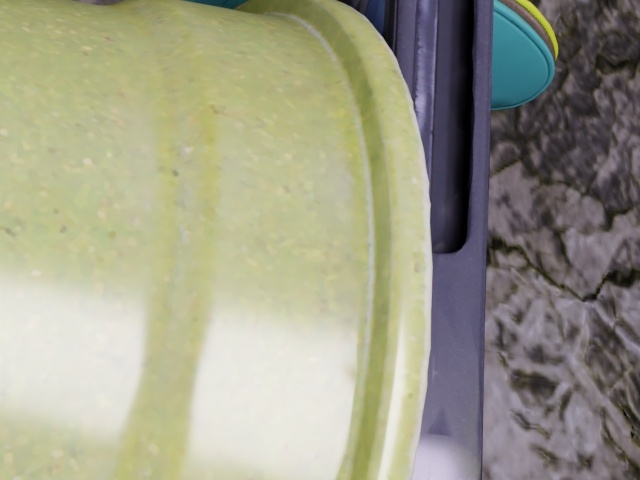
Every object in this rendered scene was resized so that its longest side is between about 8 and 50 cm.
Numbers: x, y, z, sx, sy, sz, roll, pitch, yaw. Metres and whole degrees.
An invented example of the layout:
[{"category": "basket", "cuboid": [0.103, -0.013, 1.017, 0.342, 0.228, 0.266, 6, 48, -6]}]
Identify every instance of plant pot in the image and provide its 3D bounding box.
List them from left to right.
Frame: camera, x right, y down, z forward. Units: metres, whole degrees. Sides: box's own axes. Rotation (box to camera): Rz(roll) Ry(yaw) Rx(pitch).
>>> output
[{"category": "plant pot", "cuboid": [-0.149, 0.028, 0.457, 0.254, 0.276, 0.276, 17, 63, -25]}]

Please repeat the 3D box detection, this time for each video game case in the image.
[{"category": "video game case", "cuboid": [0.000, 0.000, 0.584, 0.035, 0.275, 0.248, 9, 65, -11]}]

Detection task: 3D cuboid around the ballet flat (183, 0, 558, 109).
[{"category": "ballet flat", "cuboid": [0.015, -0.119, 0.779, 0.231, 0.077, 0.077, 9, 51, -38]}]
